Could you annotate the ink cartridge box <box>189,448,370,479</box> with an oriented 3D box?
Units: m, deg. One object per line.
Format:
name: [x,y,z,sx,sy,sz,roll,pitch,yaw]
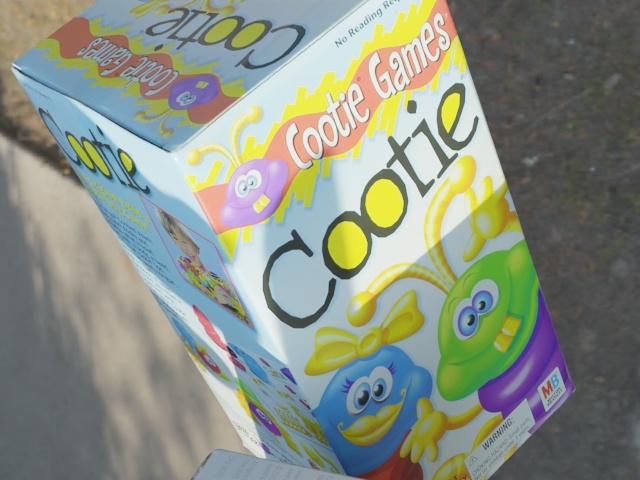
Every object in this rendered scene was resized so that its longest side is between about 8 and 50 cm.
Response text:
ink cartridge box: [0.049,0.194,0.537,0.208,0.045,0.206,11,126,20]

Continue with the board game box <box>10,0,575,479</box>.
board game box: [0.000,0.000,0.616,0.144,0.142,0.275,29,153,46]
